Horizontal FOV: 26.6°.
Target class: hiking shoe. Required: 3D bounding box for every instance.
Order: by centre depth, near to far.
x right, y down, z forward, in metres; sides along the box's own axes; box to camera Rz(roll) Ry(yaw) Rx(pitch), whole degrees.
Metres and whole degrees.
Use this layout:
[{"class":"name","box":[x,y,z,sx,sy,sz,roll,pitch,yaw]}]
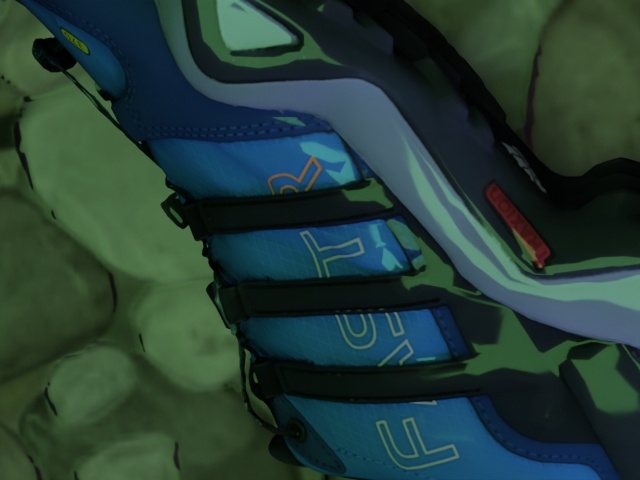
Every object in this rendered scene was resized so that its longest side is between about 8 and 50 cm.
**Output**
[{"class":"hiking shoe","box":[0.000,0.000,0.383,0.304,0.113,0.132,36,106,9]}]
